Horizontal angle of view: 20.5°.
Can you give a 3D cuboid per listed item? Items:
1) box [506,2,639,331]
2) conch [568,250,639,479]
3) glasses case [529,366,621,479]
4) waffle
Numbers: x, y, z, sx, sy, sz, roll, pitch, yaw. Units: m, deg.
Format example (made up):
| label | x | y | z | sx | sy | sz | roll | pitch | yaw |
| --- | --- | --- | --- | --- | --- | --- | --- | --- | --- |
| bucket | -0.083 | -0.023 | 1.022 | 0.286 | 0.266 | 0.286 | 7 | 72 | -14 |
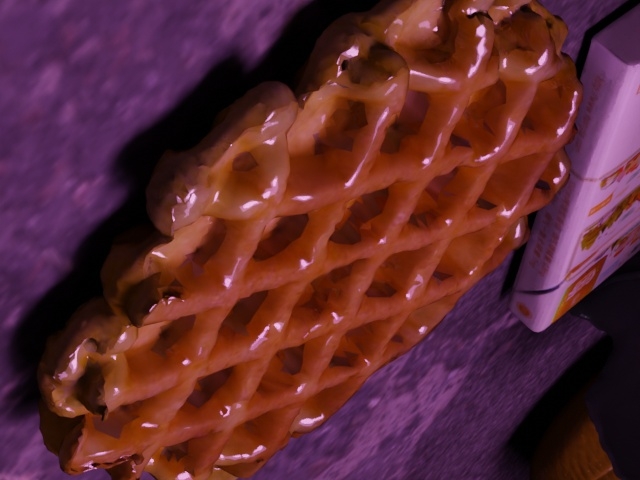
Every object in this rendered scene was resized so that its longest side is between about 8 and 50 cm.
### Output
| label | x | y | z | sx | sy | sz | roll | pitch | yaw |
| --- | --- | --- | --- | --- | --- | --- | --- | --- | --- |
| box | 0.158 | -0.050 | 0.876 | 0.122 | 0.032 | 0.220 | -37 | 157 | -26 |
| conch | 0.312 | 0.043 | 0.970 | 0.319 | 0.215 | 0.303 | -38 | -146 | 43 |
| glasses case | 0.257 | 0.165 | 1.302 | 0.173 | 0.141 | 0.371 | -34 | 160 | 6 |
| waffle | 0.000 | 0.000 | 0.645 | 0.238 | 0.059 | 0.243 | -43 | 157 | -3 |
